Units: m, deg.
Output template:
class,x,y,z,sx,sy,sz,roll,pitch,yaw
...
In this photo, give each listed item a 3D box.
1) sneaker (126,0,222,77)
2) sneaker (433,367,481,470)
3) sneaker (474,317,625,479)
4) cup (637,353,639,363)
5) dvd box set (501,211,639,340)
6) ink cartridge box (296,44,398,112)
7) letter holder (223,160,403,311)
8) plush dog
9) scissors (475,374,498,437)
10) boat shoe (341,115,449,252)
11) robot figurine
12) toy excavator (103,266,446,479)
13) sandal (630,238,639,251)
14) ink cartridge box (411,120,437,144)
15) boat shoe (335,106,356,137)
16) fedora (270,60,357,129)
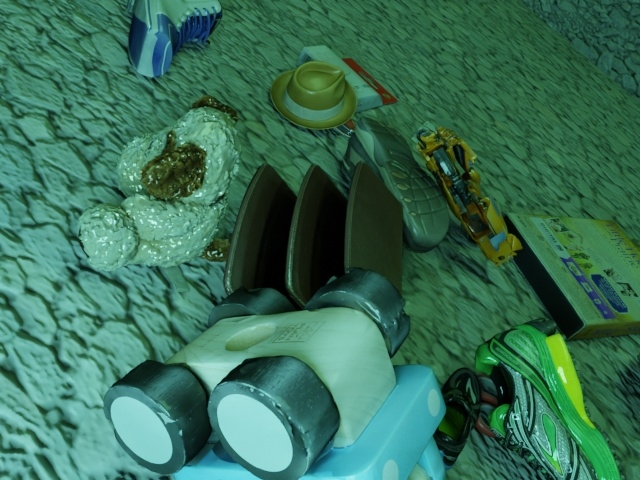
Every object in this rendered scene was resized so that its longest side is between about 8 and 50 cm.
class,x,y,z,sx,sy,sz,roll,pitch,yaw
sneaker,-0.281,-0.445,1.284,0.182,0.127,0.315,10,42,-26
sneaker,0.201,0.248,0.931,0.067,0.078,0.188,27,35,12
sneaker,0.325,0.296,0.943,0.147,0.134,0.343,-14,68,-8
cup,0.784,0.296,1.168,0.331,0.331,0.236,-3,78,-39
dvd box set,0.612,0.072,1.443,0.421,0.062,0.307,1,48,-35
ink cartridge box,0.079,-0.401,1.565,0.189,0.066,0.232,46,43,15
letter holder,0.000,0.000,0.932,0.214,0.152,0.301,48,30,-28
plush dog,-0.183,-0.078,0.881,0.211,0.225,0.262,25,38,-13
scissors,0.359,0.318,1.024,0.297,0.021,0.109,31,38,-4
boat shoe,0.131,-0.090,1.208,0.132,0.130,0.355,17,35,-27
robot figurine,0.279,-0.098,1.242,0.291,0.085,0.211,56,8,-24
toy excavator,0.060,0.270,0.659,0.222,0.433,0.444,-41,115,-51
sandal,0.818,0.041,1.638,0.072,0.049,0.180,35,37,0
ink cartridge box,0.257,-0.255,1.558,0.048,0.028,0.083,38,38,5
boat shoe,0.042,-0.283,1.418,0.049,0.043,0.137,-11,58,-45
fedora,-0.008,-0.322,1.356,0.195,0.079,0.194,7,57,-11
